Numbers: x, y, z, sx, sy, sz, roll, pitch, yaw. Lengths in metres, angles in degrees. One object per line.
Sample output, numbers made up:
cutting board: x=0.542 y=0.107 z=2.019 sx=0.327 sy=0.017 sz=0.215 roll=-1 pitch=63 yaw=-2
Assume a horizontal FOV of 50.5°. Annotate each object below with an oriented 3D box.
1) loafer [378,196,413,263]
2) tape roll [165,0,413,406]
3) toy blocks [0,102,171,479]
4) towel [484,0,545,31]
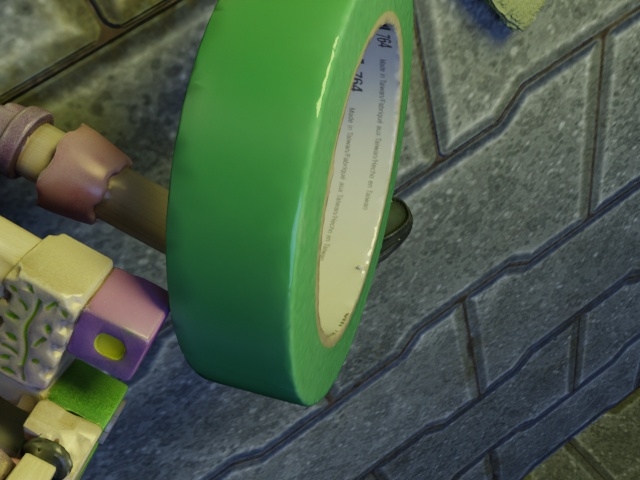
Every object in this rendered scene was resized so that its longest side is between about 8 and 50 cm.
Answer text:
loafer: x=0.000 y=0.000 z=0.692 sx=0.223 sy=0.076 sz=0.078 roll=-20 pitch=145 yaw=-19
tape roll: x=-0.003 y=-0.047 z=0.493 sx=0.321 sy=0.077 sz=0.321 roll=12 pitch=90 yaw=-78
toy blocks: x=-0.258 y=0.075 z=0.418 sx=0.260 sy=0.309 sz=0.288 roll=30 pitch=120 yaw=-7
towel: x=0.183 y=-0.268 z=0.628 sx=0.148 sy=0.027 sz=0.110 roll=18 pitch=113 yaw=-46
